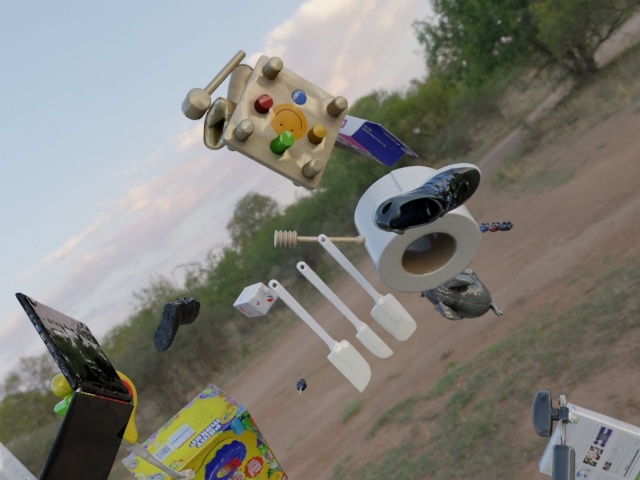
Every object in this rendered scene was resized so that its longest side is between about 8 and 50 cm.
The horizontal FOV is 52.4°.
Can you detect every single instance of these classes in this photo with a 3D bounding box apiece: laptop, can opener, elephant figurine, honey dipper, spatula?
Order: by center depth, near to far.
[{"bbox_3d":[-0.385,0.241,0.967,0.136,0.264,0.234,-36,-17,-9],"label":"laptop"},{"bbox_3d":[0.040,0.116,1.119,0.168,0.242,0.019,-44,2,-19],"label":"spatula"},{"bbox_3d":[0.000,0.000,1.143,0.160,0.031,0.030,3,-8,-8],"label":"honey dipper"},{"bbox_3d":[0.520,0.476,1.432,0.093,0.281,0.074,-6,-27,25],"label":"can opener"},{"bbox_3d":[0.379,0.163,1.916,0.239,0.169,0.186,10,-31,-42],"label":"elephant figurine"}]

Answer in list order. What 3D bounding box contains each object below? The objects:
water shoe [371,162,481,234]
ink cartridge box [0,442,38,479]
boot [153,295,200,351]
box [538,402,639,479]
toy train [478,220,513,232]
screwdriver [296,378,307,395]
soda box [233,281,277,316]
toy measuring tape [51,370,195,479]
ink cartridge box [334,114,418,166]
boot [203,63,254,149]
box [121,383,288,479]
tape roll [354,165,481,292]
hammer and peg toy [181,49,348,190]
[{"bbox_3d":[0.181,-0.057,1.019,0.203,0.073,0.080,-25,26,-15],"label":"water shoe"},{"bbox_3d":[-0.727,0.490,1.364,0.181,0.225,0.056,-38,10,20],"label":"ink cartridge box"},{"bbox_3d":[-0.317,0.183,1.444,0.099,0.045,0.121,-4,-68,-69],"label":"boot"},{"bbox_3d":[0.843,0.638,1.917,0.058,0.321,0.232,-53,-19,-70],"label":"box"},{"bbox_3d":[0.582,-0.043,2.172,0.036,0.027,0.158,-49,18,-17],"label":"toy train"},{"bbox_3d":[-0.038,0.292,1.295,0.170,0.024,0.025,95,-174,-81],"label":"screwdriver"},{"bbox_3d":[-0.197,0.181,1.948,0.074,0.069,0.216,-56,10,-17],"label":"soda box"},{"bbox_3d":[-0.358,0.335,1.227,0.121,0.330,0.121,-37,27,23],"label":"toy measuring tape"},{"bbox_3d":[0.100,-0.296,1.853,0.371,0.175,0.069,27,87,53],"label":"ink cartridge box"},{"bbox_3d":[-0.233,-0.359,1.720,0.269,0.089,0.236,-63,-20,-79],"label":"boot"},{"bbox_3d":[-0.283,0.580,1.639,0.290,0.279,0.177,-40,34,-25],"label":"box"},{"bbox_3d":[0.217,-0.023,1.474,0.246,0.246,0.169,-38,43,16],"label":"tape roll"},{"bbox_3d":[-0.122,-0.310,1.533,0.127,0.361,0.266,-28,37,63],"label":"hammer and peg toy"}]
